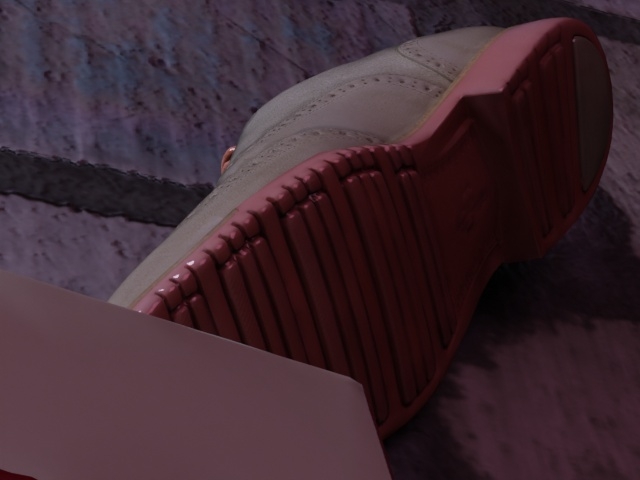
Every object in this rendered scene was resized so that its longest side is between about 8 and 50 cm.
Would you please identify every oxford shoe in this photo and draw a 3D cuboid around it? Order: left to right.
[{"bbox_3d":[0.000,0.000,0.843,0.146,0.140,0.397,6,27,37],"label":"oxford shoe"}]

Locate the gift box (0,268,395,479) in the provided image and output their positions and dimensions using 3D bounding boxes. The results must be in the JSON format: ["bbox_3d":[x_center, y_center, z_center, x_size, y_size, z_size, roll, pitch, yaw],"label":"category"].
[{"bbox_3d":[-0.133,0.166,0.406,0.258,0.276,0.255,21,27,-29],"label":"gift box"}]
